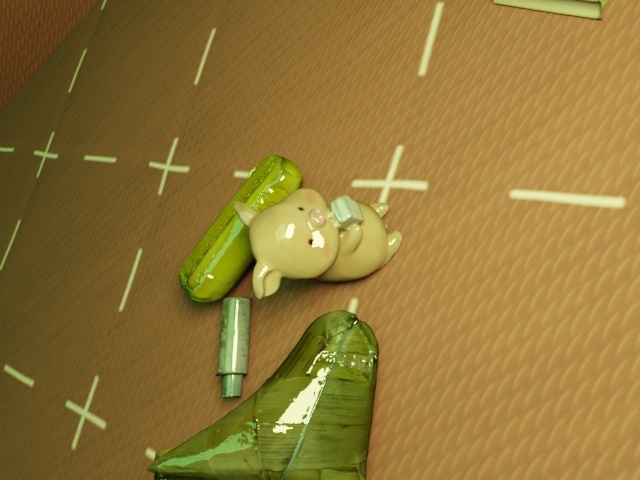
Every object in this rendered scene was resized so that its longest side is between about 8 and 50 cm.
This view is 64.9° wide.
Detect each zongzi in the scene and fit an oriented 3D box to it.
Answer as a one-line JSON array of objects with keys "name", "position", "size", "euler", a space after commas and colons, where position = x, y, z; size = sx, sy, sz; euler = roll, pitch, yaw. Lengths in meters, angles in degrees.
[{"name": "zongzi", "position": [-0.082, 0.265, 0.870], "size": [0.160, 0.361, 0.322], "euler": [130, 150, -66]}]

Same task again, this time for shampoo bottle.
[{"name": "shampoo bottle", "position": [-0.189, 0.232, 1.100], "size": [0.072, 0.072, 0.213], "euler": [-10, 68, 29]}]

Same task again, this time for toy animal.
[{"name": "toy animal", "position": [-0.002, -0.001, 0.962], "size": [0.213, 0.256, 0.194], "euler": [-32, 59, 32]}]

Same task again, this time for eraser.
[{"name": "eraser", "position": [0.452, -0.519, 0.950], "size": [0.226, 0.069, 0.157], "euler": [30, 93, 36]}]

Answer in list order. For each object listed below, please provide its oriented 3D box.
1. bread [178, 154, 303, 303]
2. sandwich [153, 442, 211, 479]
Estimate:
[{"name": "bread", "position": [-0.175, -0.021, 1.148], "size": [0.383, 0.112, 0.166], "euler": [-54, 28, 1]}, {"name": "sandwich", "position": [-0.181, 0.451, 0.990], "size": [0.254, 0.289, 0.099], "euler": [100, 150, -43]}]
